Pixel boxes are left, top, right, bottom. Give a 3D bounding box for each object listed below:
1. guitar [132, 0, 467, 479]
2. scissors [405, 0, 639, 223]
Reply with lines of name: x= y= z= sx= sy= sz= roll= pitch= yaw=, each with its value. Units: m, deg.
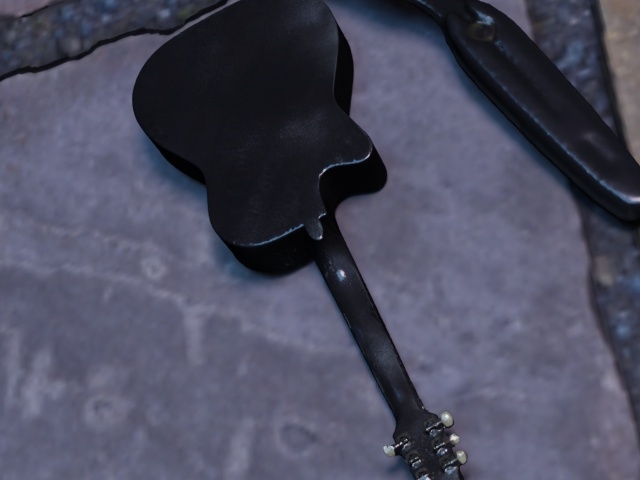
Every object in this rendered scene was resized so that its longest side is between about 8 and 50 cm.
guitar: x=0.000 y=0.000 z=0.686 sx=0.088 sy=0.025 sz=0.233 roll=-28 pitch=56 yaw=4
scissors: x=0.056 y=-0.083 z=0.702 sx=0.088 sy=0.017 sz=0.220 roll=-28 pitch=58 yaw=-16
